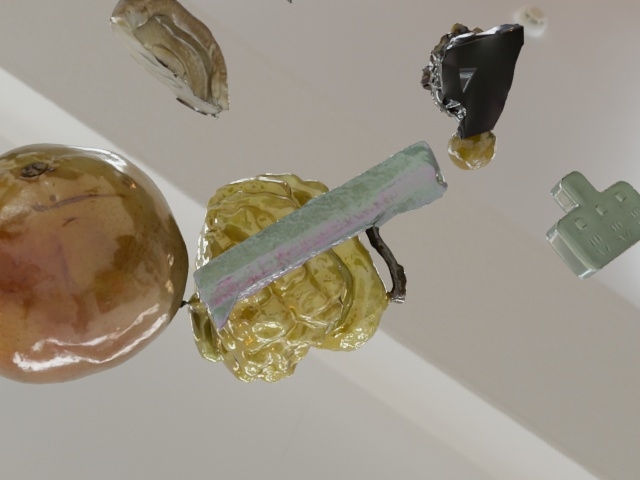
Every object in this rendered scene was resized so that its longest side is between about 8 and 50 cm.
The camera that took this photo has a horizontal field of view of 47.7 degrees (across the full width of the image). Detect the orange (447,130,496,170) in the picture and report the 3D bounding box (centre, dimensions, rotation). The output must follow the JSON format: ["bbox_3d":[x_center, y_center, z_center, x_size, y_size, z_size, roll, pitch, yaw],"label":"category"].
[{"bbox_3d":[0.289,-0.177,1.373,0.085,0.095,0.085,28,-132,-35],"label":"orange"}]

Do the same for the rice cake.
[{"bbox_3d":[0.000,-0.003,0.744,0.290,0.051,0.081,-31,-125,1],"label":"rice cake"}]

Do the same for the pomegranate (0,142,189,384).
[{"bbox_3d":[-0.322,0.035,0.919,0.319,0.319,0.319,8,-119,-15],"label":"pomegranate"}]

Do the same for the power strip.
[{"bbox_3d":[0.552,-0.051,1.465,0.265,0.059,0.193,-27,-108,-32],"label":"power strip"}]

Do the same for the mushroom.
[{"bbox_3d":[-0.182,-0.244,0.913,0.072,0.210,0.094,21,-100,36],"label":"mushroom"}]

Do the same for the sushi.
[{"bbox_3d":[0.258,-0.299,1.295,0.153,0.172,0.150,-18,-145,-9],"label":"sushi"}]

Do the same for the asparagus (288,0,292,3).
[{"bbox_3d":[-0.121,-0.504,1.261,0.233,0.023,0.022,43,-165,-32],"label":"asparagus"}]

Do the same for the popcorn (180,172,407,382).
[{"bbox_3d":[-0.043,0.061,1.161,0.382,0.349,0.349,2,-117,-12],"label":"popcorn"}]
